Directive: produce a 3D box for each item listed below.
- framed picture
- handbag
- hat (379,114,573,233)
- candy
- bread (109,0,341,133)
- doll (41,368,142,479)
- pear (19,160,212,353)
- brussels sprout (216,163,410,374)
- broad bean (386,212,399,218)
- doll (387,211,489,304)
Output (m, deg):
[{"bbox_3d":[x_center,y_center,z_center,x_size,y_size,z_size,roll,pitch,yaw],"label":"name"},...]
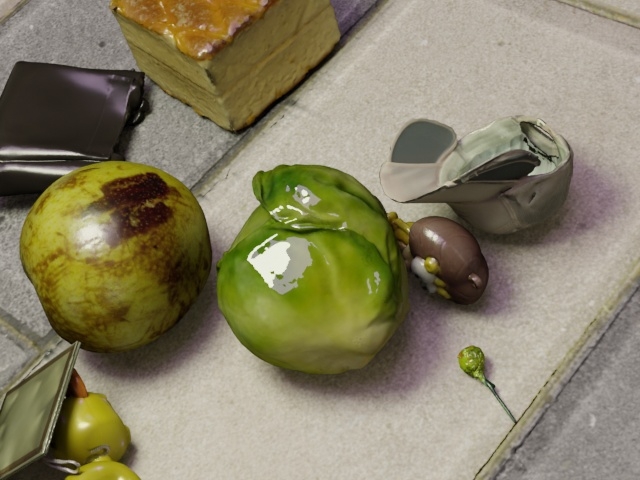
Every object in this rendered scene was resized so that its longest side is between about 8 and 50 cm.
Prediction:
[{"bbox_3d":[-0.403,0.246,1.542,0.231,0.010,0.173,-32,37,44],"label":"framed picture"},{"bbox_3d":[-0.432,-0.186,1.908,0.257,0.113,0.285,1,47,9],"label":"handbag"},{"bbox_3d":[0.221,-0.084,1.583,0.275,0.161,0.232,-11,18,-30],"label":"hat"},{"bbox_3d":[0.223,0.190,1.491,0.035,0.035,0.123,-20,57,-23],"label":"candy"},{"bbox_3d":[-0.158,-0.369,1.909,0.279,0.207,0.279,31,67,34],"label":"bread"},{"bbox_3d":[-0.319,0.278,1.518,0.135,0.143,0.221,-9,50,-32],"label":"doll"},{"bbox_3d":[-0.287,0.020,1.615,0.284,0.283,0.283,-8,52,10],"label":"pear"},{"bbox_3d":[-0.014,0.041,1.535,0.259,0.227,0.294,-44,80,12],"label":"brussels sprout"},{"bbox_3d":[-0.001,-0.001,1.687,0.256,0.052,0.052,-15,93,0],"label":"broad bean"},{"bbox_3d":[0.159,0.027,1.573,0.096,0.145,0.188,-40,18,-18],"label":"doll"}]
